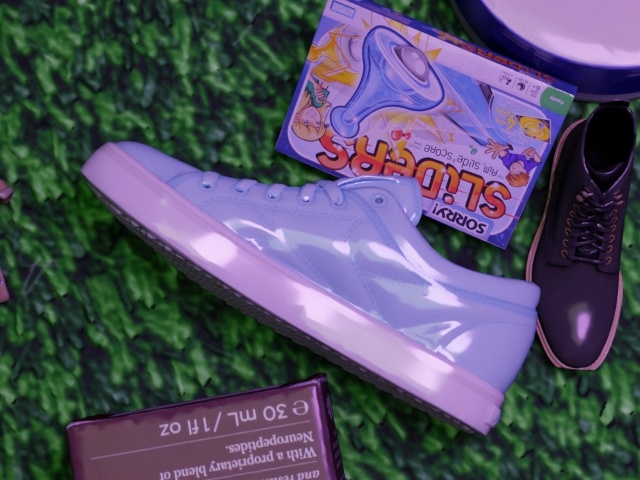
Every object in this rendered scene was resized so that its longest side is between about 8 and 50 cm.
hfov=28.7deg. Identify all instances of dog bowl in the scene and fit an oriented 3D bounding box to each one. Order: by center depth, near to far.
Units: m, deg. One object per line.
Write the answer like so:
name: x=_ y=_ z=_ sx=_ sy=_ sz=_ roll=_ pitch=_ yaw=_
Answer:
dog bowl: x=0.226 y=-0.248 z=0.976 sx=0.265 sy=0.104 sz=0.265 roll=0 pitch=83 yaw=3

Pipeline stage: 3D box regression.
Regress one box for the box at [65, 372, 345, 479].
box: x=-0.057 y=0.302 z=0.914 sx=0.191 sy=0.143 sz=0.381 roll=-11 pitch=84 yaw=2

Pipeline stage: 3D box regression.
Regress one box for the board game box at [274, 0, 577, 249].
board game box: x=0.079 y=-0.095 z=0.974 sx=0.201 sy=0.035 sz=0.136 roll=23 pitch=114 yaw=6

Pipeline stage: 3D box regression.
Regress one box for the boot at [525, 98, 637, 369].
boot: x=0.197 y=-0.003 z=0.932 sx=0.077 sy=0.137 sz=0.197 roll=1 pitch=84 yaw=4

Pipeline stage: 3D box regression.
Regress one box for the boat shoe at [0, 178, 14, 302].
boat shoe: x=-0.285 y=-0.039 z=1.011 sx=0.072 sy=0.068 sz=0.190 roll=-7 pitch=93 yaw=-9

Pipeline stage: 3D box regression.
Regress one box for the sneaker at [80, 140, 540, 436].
sneaker: x=0.000 y=0.000 z=0.958 sx=0.366 sy=0.135 sz=0.150 roll=31 pitch=79 yaw=-2
